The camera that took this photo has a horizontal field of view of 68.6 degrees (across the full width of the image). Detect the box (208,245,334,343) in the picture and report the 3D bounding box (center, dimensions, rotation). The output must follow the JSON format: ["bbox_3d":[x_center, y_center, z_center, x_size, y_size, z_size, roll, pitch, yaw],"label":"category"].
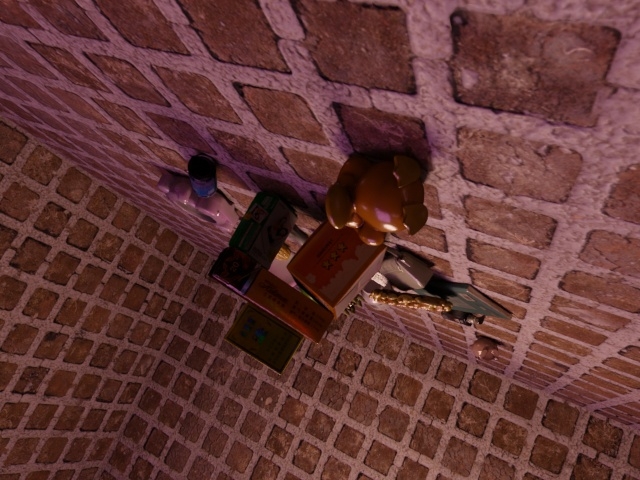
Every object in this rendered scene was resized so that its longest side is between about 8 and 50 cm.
[{"bbox_3d":[-0.178,0.180,1.576,0.415,0.116,0.264,35,168,-10],"label":"box"}]

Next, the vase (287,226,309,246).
[{"bbox_3d":[-0.125,-0.033,1.909,0.086,0.086,0.214,15,168,38],"label":"vase"}]

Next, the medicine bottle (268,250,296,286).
[{"bbox_3d":[-0.234,0.167,2.587,0.211,0.212,0.325,28,165,-12],"label":"medicine bottle"}]

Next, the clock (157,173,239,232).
[{"bbox_3d":[-0.532,-0.169,2.050,0.321,0.114,0.295,23,167,13],"label":"clock"}]

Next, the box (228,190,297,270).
[{"bbox_3d":[-0.199,-0.032,1.657,0.102,0.250,0.180,19,165,31],"label":"box"}]

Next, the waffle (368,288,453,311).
[{"bbox_3d":[0.339,0.225,1.769,0.300,0.058,0.281,9,176,0],"label":"waffle"}]

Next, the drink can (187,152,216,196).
[{"bbox_3d":[-0.412,-0.223,1.650,0.097,0.097,0.235,26,168,-5],"label":"drink can"}]

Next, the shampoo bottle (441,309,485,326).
[{"bbox_3d":[0.604,0.321,1.987,0.057,0.064,0.207,42,163,-23],"label":"shampoo bottle"}]

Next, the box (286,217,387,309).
[{"bbox_3d":[0.054,0.085,1.560,0.213,0.259,0.283,41,170,14],"label":"box"}]

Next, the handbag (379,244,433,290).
[{"bbox_3d":[0.267,0.085,1.665,0.219,0.079,0.256,39,166,-3],"label":"handbag"}]

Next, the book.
[{"bbox_3d":[0.512,0.222,1.822,0.264,0.031,0.379,32,165,-26],"label":"book"}]

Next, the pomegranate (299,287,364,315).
[{"bbox_3d":[0.029,0.208,2.104,0.359,0.216,0.310,51,175,37],"label":"pomegranate"}]

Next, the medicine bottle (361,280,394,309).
[{"bbox_3d":[0.250,0.223,2.081,0.134,0.135,0.215,19,165,25],"label":"medicine bottle"}]

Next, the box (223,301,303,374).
[{"bbox_3d":[-0.182,0.316,1.516,0.219,0.141,0.064,31,167,3],"label":"box"}]

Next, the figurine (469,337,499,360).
[{"bbox_3d":[0.815,0.544,2.325,0.125,0.125,0.138,26,178,-2],"label":"figurine"}]

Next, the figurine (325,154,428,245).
[{"bbox_3d":[0.118,-0.091,1.025,0.228,0.215,0.215,-7,153,23],"label":"figurine"}]

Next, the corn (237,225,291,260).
[{"bbox_3d":[-0.274,0.013,2.305,0.305,0.106,0.106,31,166,-31],"label":"corn"}]

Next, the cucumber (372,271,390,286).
[{"bbox_3d":[0.194,0.100,1.890,0.211,0.062,0.078,32,133,-5],"label":"cucumber"}]
